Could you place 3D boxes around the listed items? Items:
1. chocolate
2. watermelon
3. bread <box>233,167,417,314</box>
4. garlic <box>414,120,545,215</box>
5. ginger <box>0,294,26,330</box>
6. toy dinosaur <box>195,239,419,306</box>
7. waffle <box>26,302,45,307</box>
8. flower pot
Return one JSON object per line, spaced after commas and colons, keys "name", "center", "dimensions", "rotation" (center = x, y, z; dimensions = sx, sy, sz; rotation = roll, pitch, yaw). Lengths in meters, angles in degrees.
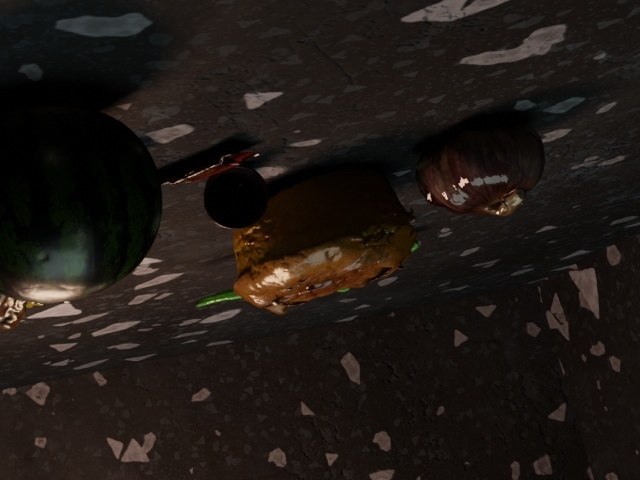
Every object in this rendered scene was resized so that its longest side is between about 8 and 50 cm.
{"name": "chocolate", "center": [-0.186, -0.115, 1.648], "dimensions": [0.182, 0.028, 0.086], "rotation": [-20, 174, 30]}
{"name": "watermelon", "center": [-0.330, -0.044, 1.293], "dimensions": [0.269, 0.269, 0.269], "rotation": [-13, 168, -3]}
{"name": "bread", "center": [-0.002, 0.001, 1.980], "dimensions": [0.336, 0.204, 0.358], "rotation": [-1, 159, -38]}
{"name": "garlic", "center": [0.294, -0.116, 1.871], "dimensions": [0.245, 0.161, 0.245], "rotation": [-16, 177, -1]}
{"name": "ginger", "center": [-0.554, 0.065, 1.739], "dimensions": [0.321, 0.172, 0.165], "rotation": [-27, -158, 38]}
{"name": "toy dinosaur", "center": [-0.023, 0.056, 2.485], "dimensions": [0.499, 0.144, 0.374], "rotation": [-13, 180, 11]}
{"name": "waffle", "center": [-0.701, 0.127, 2.114], "dimensions": [0.245, 0.052, 0.254], "rotation": [-18, 166, 23]}
{"name": "flower pot", "center": [-0.150, -0.071, 1.747], "dimensions": [0.111, 0.111, 0.089], "rotation": [-10, -177, -16]}
